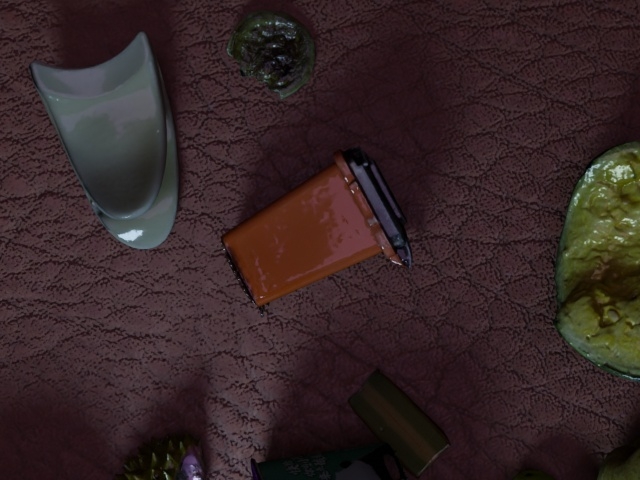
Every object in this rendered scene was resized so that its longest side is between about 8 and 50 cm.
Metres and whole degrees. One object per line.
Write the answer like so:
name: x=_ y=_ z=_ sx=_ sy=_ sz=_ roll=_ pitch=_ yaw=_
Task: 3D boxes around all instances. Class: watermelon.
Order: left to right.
watermelon: x=0.474 y=0.038 z=1.340 sx=0.330 sy=0.189 sz=0.331 roll=-3 pitch=79 yaw=18

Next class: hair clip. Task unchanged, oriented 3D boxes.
hair clip: x=-0.281 y=-0.130 z=1.391 sx=0.172 sy=0.113 sz=0.282 roll=-17 pitch=83 yaw=-1

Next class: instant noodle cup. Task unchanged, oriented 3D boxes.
instant noodle cup: x=0.027 y=0.388 z=1.316 sx=0.190 sy=0.251 sz=0.251 roll=-14 pitch=89 yaw=-10

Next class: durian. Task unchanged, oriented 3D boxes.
durian: x=-0.233 y=0.394 z=1.353 sx=0.153 sy=0.186 sz=0.260 roll=4 pitch=75 yaw=-7

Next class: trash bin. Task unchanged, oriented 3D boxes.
trash bin: x=0.000 y=0.000 z=1.367 sx=0.238 sy=0.161 sz=0.184 roll=-30 pitch=89 yaw=6

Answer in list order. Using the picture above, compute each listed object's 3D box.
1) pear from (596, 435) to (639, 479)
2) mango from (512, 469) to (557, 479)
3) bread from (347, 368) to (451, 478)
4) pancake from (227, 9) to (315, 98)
pear: x=0.489 y=0.350 z=1.338 sx=0.228 sy=0.188 sz=0.211 roll=-38 pitch=97 yaw=-1
mango: x=0.328 y=0.393 z=1.396 sx=0.091 sy=0.074 sz=0.165 roll=-44 pitch=102 yaw=-7
bread: x=0.108 y=0.255 z=1.390 sx=0.074 sy=0.084 sz=0.139 roll=-44 pitch=89 yaw=0
pancake: x=-0.068 y=-0.277 z=1.434 sx=0.129 sy=0.022 sz=0.116 roll=28 pitch=89 yaw=-4
